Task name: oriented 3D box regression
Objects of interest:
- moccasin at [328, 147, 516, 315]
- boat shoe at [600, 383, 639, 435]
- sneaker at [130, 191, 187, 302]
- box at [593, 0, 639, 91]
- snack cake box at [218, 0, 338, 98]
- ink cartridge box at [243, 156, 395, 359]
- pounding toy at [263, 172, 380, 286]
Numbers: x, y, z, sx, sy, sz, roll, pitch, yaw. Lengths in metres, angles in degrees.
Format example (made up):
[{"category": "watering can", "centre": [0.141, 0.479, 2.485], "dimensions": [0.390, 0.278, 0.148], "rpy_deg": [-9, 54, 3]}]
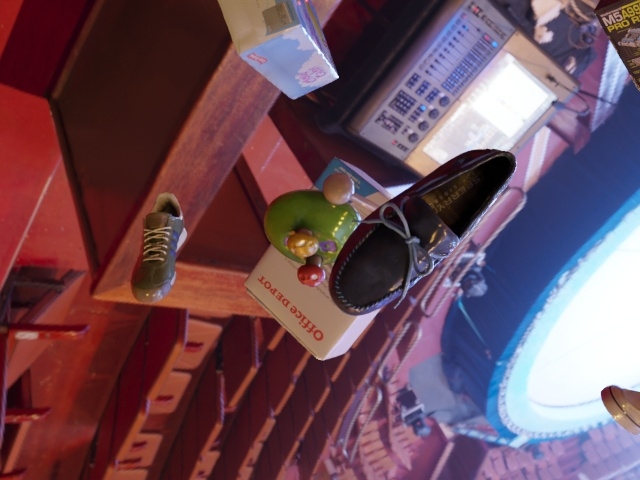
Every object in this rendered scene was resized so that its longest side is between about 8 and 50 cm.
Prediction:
[{"category": "moccasin", "centre": [0.144, -0.030, 0.860], "dimensions": [0.342, 0.138, 0.117], "rpy_deg": [-46, -176, -12]}, {"category": "boat shoe", "centre": [0.245, 0.123, 0.419], "dimensions": [0.100, 0.035, 0.035], "rpy_deg": [28, 128, -13]}, {"category": "sneaker", "centre": [-0.241, 0.000, 0.868], "dimensions": [0.064, 0.192, 0.086], "rpy_deg": [0, 124, 1]}, {"category": "box", "centre": [0.574, -0.309, 0.849], "dimensions": [0.216, 0.270, 0.060], "rpy_deg": [46, 65, -22]}, {"category": "snack cake box", "centre": [-0.059, -0.307, 0.823], "dimensions": [0.089, 0.152, 0.264], "rpy_deg": [-22, 178, 12]}, {"category": "ink cartridge box", "centre": [0.046, 0.046, 1.435], "dimensions": [0.395, 0.285, 0.166], "rpy_deg": [-53, 159, 12]}, {"category": "pounding toy", "centre": [0.000, 0.000, 1.042], "dimensions": [0.237, 0.110, 0.183], "rpy_deg": [-28, 129, 37]}]
